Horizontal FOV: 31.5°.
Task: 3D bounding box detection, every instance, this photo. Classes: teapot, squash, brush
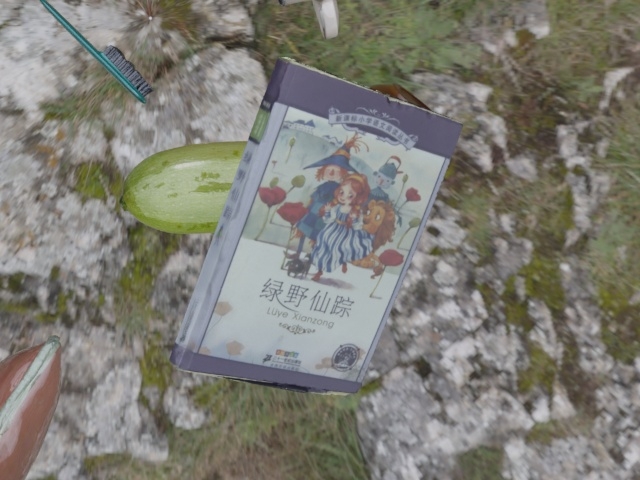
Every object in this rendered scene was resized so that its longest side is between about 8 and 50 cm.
[{"bbox_3d":[0.089,-0.119,1.269,0.129,0.098,0.078,32,110,-29],"label":"teapot"},{"bbox_3d":[-0.158,-0.065,1.418,0.187,0.123,0.123,-4,102,-9],"label":"squash"},{"bbox_3d":[-0.287,-0.252,1.467,0.032,0.043,0.193,-44,89,-1],"label":"brush"}]

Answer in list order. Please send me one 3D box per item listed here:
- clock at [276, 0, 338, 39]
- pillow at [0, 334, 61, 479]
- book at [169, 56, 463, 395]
[{"bbox_3d":[-0.025,-0.250,0.820,0.063,0.155,0.229,-13,127,-5],"label":"clock"},{"bbox_3d":[-0.245,0.152,0.823,0.075,0.179,0.171,31,69,-8],"label":"pillow"},{"bbox_3d":[0.000,0.000,0.819,0.157,0.026,0.231,14,102,-32],"label":"book"}]
